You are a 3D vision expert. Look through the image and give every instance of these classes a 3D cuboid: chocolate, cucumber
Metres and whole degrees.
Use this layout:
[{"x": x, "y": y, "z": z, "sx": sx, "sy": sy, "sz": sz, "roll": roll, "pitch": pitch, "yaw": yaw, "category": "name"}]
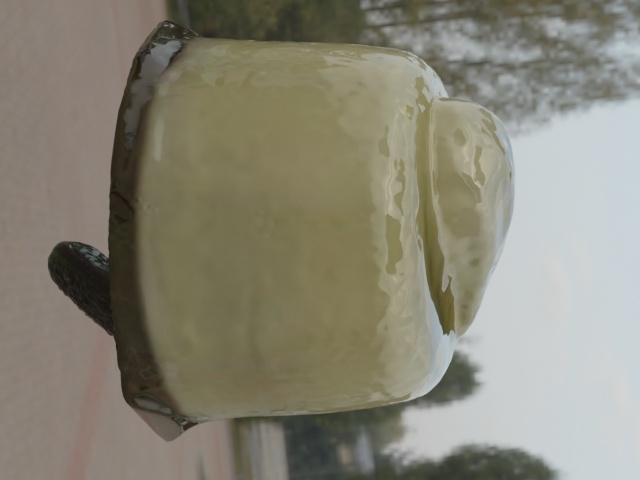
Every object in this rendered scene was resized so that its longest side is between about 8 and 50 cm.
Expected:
[{"x": 0.000, "y": 0.000, "z": 1.106, "sx": 0.326, "sy": 0.297, "sz": 0.314, "roll": 83, "pitch": 12, "yaw": -68, "category": "chocolate"}, {"x": -0.201, "y": 0.069, "z": 1.449, "sx": 0.241, "sy": 0.074, "sz": 0.074, "roll": 29, "pitch": -39, "yaw": 32, "category": "cucumber"}]
